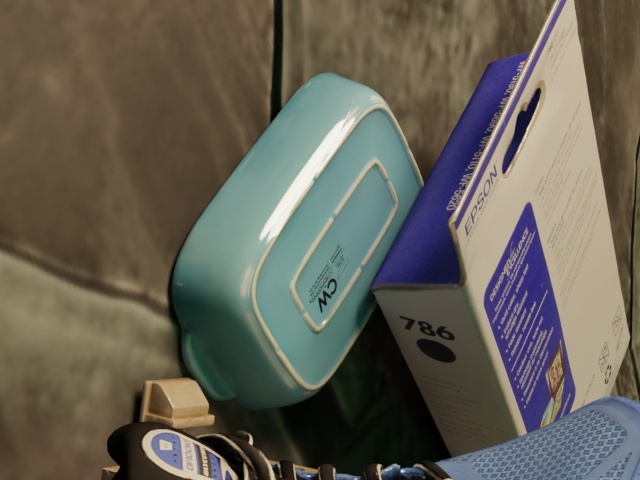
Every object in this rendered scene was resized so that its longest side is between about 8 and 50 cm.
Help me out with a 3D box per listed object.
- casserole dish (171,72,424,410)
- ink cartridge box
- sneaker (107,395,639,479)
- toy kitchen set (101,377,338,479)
[{"bbox_3d":[0.000,0.000,0.530,0.188,0.037,0.114,-56,134,-31],"label":"casserole dish"},{"bbox_3d":[0.112,0.026,0.617,0.165,0.065,0.332,-60,147,-28],"label":"ink cartridge box"},{"bbox_3d":[-0.007,0.127,0.385,0.330,0.130,0.147,-22,103,-16],"label":"sneaker"},{"bbox_3d":[-0.039,0.098,0.457,0.083,0.075,0.068,7,88,-57],"label":"toy kitchen set"}]
